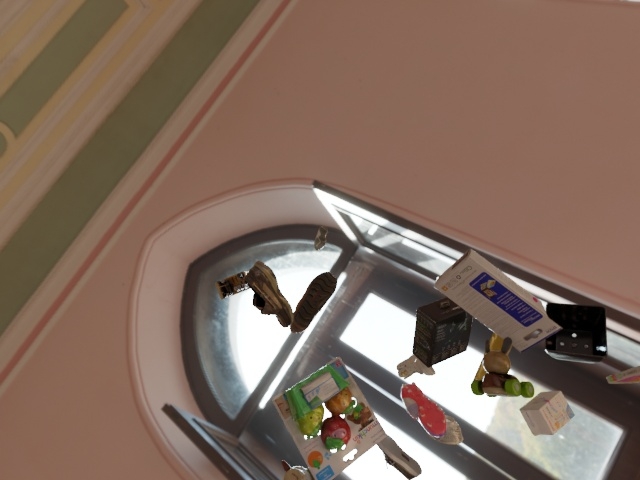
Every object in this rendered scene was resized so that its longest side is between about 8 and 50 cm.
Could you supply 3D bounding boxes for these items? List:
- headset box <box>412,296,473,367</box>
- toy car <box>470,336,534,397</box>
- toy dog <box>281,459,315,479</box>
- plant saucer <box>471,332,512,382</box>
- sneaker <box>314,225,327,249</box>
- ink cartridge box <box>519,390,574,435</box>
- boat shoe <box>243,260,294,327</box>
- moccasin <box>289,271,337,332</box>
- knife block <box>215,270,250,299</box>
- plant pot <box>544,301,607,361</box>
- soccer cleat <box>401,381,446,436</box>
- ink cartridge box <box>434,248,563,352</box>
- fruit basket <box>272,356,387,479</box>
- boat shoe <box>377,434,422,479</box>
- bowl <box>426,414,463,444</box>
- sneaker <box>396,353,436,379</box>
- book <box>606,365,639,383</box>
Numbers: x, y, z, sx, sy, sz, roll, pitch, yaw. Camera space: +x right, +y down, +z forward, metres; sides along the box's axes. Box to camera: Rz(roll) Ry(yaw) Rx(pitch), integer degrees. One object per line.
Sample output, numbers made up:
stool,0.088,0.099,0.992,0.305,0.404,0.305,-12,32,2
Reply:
headset box,0.570,0.410,2.053,0.246,0.131,0.283,-15,-59,-25
toy car,0.595,0.419,1.461,0.149,0.155,0.188,18,-116,-33
toy dog,-0.141,0.972,1.647,0.333,0.161,0.220,-48,-45,-25
plant saucer,0.748,0.407,1.800,0.333,0.081,0.332,-33,-41,-47
sneaker,0.000,0.000,2.107,0.152,0.054,0.061,-72,3,-47
ink cartridge box,0.749,0.579,1.468,0.143,0.092,0.090,-22,-11,-28
boat shoe,-0.229,0.248,1.868,0.130,0.132,0.355,-37,-57,-22
moccasin,-0.035,0.306,2.201,0.380,0.139,0.147,-61,7,-36
knife block,-0.363,0.192,2.045,0.276,0.242,0.088,-19,-93,-48
plant pot,0.924,0.352,1.600,0.167,0.188,0.188,54,-135,-47
soccer cleat,0.331,0.555,1.417,0.083,0.248,0.095,-11,-71,-13
ink cartridge box,0.574,0.200,1.438,0.175,0.371,0.069,-53,-3,41
fruit basket,0.040,0.661,1.649,0.327,0.353,0.165,-25,-21,-27
boat shoe,0.371,1.099,2.236,0.105,0.306,0.113,-46,10,21
bowl,0.586,0.871,2.061,0.170,0.170,0.080,-3,-79,-54
sneaker,0.470,0.649,2.202,0.169,0.108,0.292,-36,-4,2
book,0.874,0.362,1.205,0.096,0.035,0.144,-4,-29,-10
